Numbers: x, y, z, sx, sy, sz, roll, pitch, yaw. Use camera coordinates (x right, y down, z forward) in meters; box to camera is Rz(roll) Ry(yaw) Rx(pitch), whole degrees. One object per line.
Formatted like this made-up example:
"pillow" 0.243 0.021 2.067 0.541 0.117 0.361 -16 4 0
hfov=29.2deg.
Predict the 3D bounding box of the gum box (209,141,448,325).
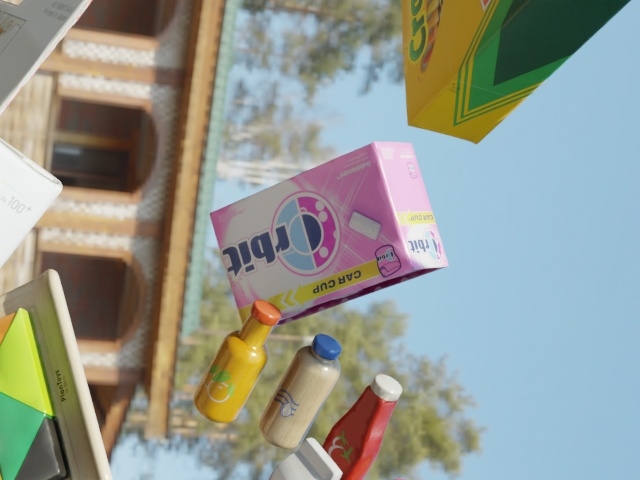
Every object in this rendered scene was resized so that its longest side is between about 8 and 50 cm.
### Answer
"gum box" 0.000 0.000 1.022 0.188 0.062 0.107 -21 -100 33

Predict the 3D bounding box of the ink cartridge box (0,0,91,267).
"ink cartridge box" -0.220 -0.073 0.745 0.239 0.060 0.275 -52 -148 -7

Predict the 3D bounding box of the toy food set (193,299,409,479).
"toy food set" 0.011 0.152 0.933 0.232 0.111 0.104 46 -62 38

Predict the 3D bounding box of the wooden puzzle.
"wooden puzzle" -0.303 0.163 1.058 0.239 0.044 0.221 -27 -116 13

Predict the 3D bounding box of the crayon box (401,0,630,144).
"crayon box" 0.205 -0.344 1.370 0.313 0.106 0.362 -44 -141 51
